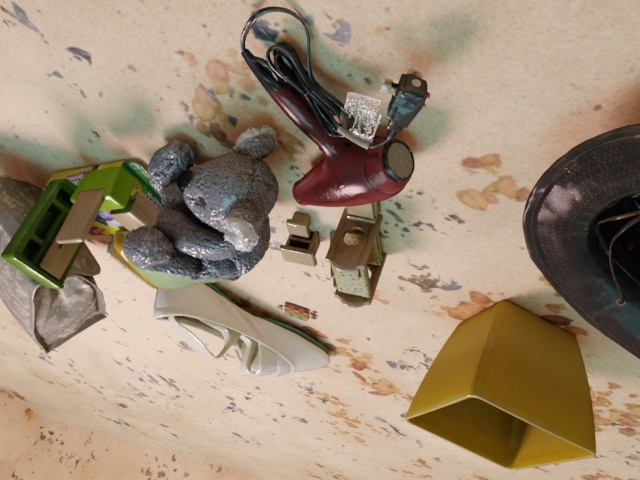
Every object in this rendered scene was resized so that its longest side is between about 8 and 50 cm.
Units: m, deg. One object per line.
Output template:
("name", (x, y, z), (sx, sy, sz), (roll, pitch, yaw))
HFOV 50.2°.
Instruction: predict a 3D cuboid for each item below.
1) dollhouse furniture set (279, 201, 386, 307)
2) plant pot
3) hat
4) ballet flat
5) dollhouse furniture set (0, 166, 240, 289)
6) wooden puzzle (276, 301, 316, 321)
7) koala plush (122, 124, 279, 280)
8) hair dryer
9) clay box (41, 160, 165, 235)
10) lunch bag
("dollhouse furniture set", (0.000, 0.000, 0.987), (0.161, 0.101, 0.182), (11, 148, 18))
("plant pot", (0.289, 0.221, 1.074), (0.212, 0.187, 0.212), (26, 149, -10))
("hat", (0.389, -0.004, 0.703), (0.331, 0.134, 0.331), (25, 140, 23))
("ballet flat", (-0.166, 0.202, 1.391), (0.400, 0.139, 0.139), (32, 148, -18))
("dollhouse furniture set", (-0.302, 0.040, 1.092), (0.197, 0.151, 0.301), (-3, 145, 36))
("wooden puzzle", (-0.046, 0.140, 1.338), (0.083, 0.006, 0.049), (18, 150, 6))
("koala plush", (-0.127, -0.051, 0.921), (0.203, 0.196, 0.221), (21, 152, -22))
("hair dryer", (0.013, -0.134, 0.821), (0.223, 0.080, 0.293), (31, 146, 14))
("clay box", (-0.351, -0.068, 1.151), (0.222, 0.053, 0.127), (-2, 143, 36))
("lunch bag", (-0.515, 0.034, 1.236), (0.235, 0.169, 0.287), (49, 155, 15))
